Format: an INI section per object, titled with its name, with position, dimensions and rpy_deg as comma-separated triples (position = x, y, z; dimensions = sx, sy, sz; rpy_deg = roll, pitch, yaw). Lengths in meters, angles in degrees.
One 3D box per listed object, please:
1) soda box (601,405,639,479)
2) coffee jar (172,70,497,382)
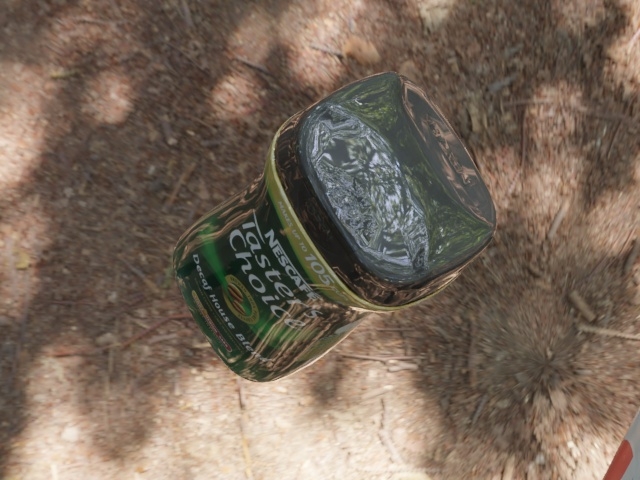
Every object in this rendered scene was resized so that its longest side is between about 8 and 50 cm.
[soda box]
position = 0.219, 0.180, 0.661
dimensions = 0.098, 0.091, 0.286
rpy_deg = 21, 106, -2
[coffee jar]
position = 0.000, 0.000, 0.507
dimensions = 0.079, 0.184, 0.096
rpy_deg = -29, 84, -31
